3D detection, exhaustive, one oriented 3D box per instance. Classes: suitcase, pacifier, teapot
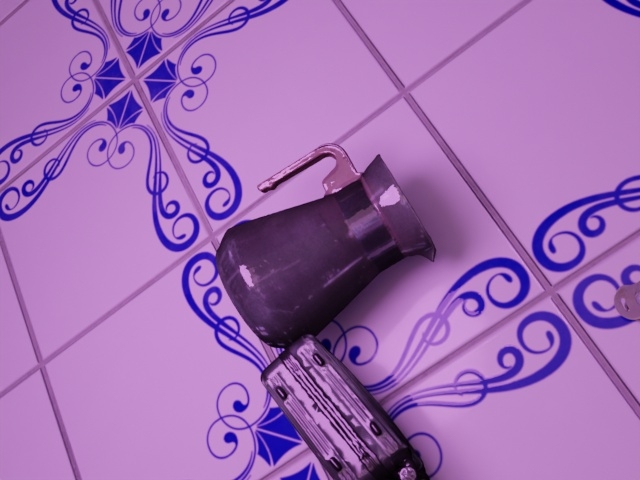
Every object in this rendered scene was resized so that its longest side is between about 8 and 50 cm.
[{"bbox_3d":[0.046,0.309,1.233,0.128,0.202,0.312,-41,60,-4],"label":"suitcase"},{"bbox_3d":[0.505,0.095,1.162,0.083,0.064,0.068,-25,82,17],"label":"pacifier"},{"bbox_3d":[0.000,0.000,1.332,0.344,0.253,0.300,-31,76,6],"label":"teapot"}]
